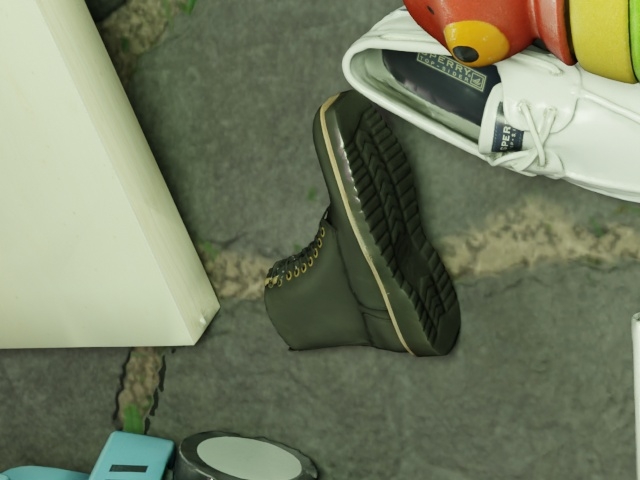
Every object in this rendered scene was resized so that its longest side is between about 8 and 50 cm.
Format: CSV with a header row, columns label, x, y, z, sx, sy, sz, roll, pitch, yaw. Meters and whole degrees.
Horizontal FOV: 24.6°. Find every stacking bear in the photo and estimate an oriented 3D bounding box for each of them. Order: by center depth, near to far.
label,x,y,z,sx,sy,sz,roll,pitch,yaw
stacking bear,0.183,-0.155,0.848,0.289,0.175,0.164,5,71,19

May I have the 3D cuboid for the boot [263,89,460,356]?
label,x,y,z,sx,sy,sz,roll,pitch,yaw
boot,0.000,0.000,1.014,0.137,0.077,0.198,-6,114,34

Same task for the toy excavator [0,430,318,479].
label,x,y,z,sx,sy,sz,roll,pitch,yaw
toy excavator,-0.238,0.228,1.096,0.445,0.433,0.222,11,104,-2

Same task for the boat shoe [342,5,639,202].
label,x,y,z,sx,sy,sz,roll,pitch,yaw
boat shoe,0.131,-0.077,0.940,0.258,0.084,0.095,22,127,29

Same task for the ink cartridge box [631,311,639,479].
label,x,y,z,sx,sy,sz,roll,pitch,yaw
ink cartridge box,0.310,0.132,0.914,0.224,0.056,0.181,-2,96,10

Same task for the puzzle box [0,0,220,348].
label,x,y,z,sx,sy,sz,roll,pitch,yaw
puzzle box,-0.263,-0.093,1.078,0.272,0.052,0.409,-2,124,29
